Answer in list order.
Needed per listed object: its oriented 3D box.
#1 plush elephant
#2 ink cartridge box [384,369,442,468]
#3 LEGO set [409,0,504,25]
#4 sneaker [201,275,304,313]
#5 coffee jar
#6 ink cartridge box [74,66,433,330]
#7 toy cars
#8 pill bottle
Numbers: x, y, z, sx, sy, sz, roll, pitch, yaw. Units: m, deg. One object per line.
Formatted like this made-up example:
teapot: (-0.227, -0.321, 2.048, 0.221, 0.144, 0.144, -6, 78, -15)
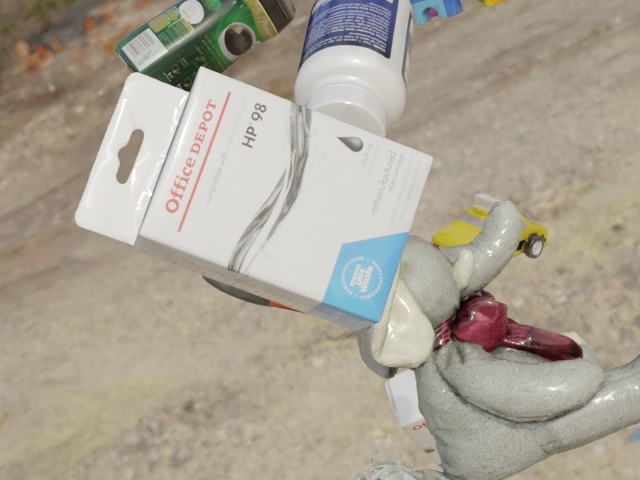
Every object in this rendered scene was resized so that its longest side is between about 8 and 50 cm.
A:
plush elephant: (0.138, 0.086, 1.199, 0.330, 0.255, 0.272, -25, 3, -8)
ink cartridge box: (0.207, 0.255, 1.889, 0.148, 0.203, 0.086, -27, 52, 13)
LEGO set: (0.160, -0.282, 1.252, 0.227, 0.093, 0.087, -9, 15, 35)
sneaker: (0.000, 0.000, 1.315, 0.090, 0.270, 0.145, 31, 100, 36)
coffee jar: (-0.117, -0.220, 1.320, 0.184, 0.096, 0.079, -37, 56, -2)
ink cartridge box: (-0.039, -0.027, 0.719, 0.060, 0.180, 0.104, 150, 140, -76)
toy cars: (0.140, -0.023, 1.786, 0.393, 0.087, 0.176, 2, 19, -4)
pill bottle: (0.028, -0.143, 1.066, 0.094, 0.094, 0.169, -20, 38, 26)
